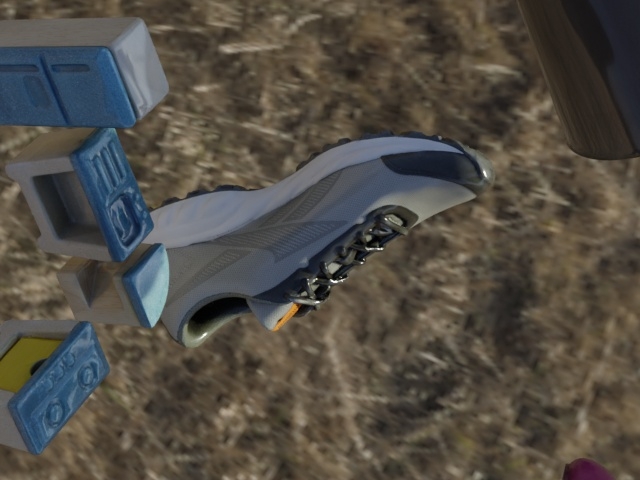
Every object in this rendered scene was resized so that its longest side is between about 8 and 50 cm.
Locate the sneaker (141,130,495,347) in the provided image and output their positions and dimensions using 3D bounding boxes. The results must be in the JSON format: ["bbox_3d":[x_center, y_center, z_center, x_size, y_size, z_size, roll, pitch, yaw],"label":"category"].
[{"bbox_3d":[0.000,0.000,1.268,0.100,0.271,0.108,29,45,-60],"label":"sneaker"}]

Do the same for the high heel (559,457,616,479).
[{"bbox_3d":[0.227,0.279,0.961,0.181,0.377,0.127,-10,148,5],"label":"high heel"}]

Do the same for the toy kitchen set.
[{"bbox_3d":[-0.161,-0.003,1.075,0.166,0.122,0.207,-51,132,-42],"label":"toy kitchen set"}]

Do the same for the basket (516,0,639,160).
[{"bbox_3d":[0.224,-0.202,1.423,0.154,0.204,0.227,-25,109,3],"label":"basket"}]
